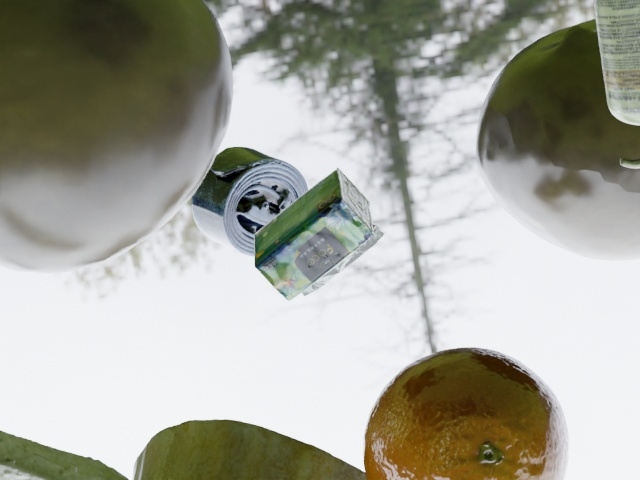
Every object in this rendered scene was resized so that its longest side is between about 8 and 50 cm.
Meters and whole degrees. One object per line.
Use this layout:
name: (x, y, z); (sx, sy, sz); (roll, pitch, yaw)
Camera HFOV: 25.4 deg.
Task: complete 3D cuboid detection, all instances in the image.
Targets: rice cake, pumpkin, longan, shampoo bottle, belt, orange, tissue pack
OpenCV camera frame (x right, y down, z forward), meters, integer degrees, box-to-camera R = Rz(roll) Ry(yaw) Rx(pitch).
rice cake: (-0.262, 0.167, 1.067); (0.057, 0.256, 0.052); (-34, -137, 38)
pumpkin: (-0.075, 0.357, 1.488); (0.332, 0.332, 0.199); (0, -136, 24)
longan: (0.315, -0.112, 1.554); (0.297, 0.297, 0.297); (-9, -158, 4)
shampoo bottle: (0.236, -0.128, 0.990); (0.079, 0.162, 0.079); (-11, -165, 3)
belt: (-0.099, -0.054, 1.968); (0.082, 0.141, 0.190); (21, -177, 35)
longan: (-0.220, -0.114, 1.157); (0.300, 0.243, 0.300); (-17, -131, 21)
orange: (0.136, 0.193, 1.324); (0.206, 0.206, 0.206); (-9, -158, 4)
tissue pack: (0.000, 0.001, 1.379); (0.111, 0.079, 0.085); (-39, -160, 14)
